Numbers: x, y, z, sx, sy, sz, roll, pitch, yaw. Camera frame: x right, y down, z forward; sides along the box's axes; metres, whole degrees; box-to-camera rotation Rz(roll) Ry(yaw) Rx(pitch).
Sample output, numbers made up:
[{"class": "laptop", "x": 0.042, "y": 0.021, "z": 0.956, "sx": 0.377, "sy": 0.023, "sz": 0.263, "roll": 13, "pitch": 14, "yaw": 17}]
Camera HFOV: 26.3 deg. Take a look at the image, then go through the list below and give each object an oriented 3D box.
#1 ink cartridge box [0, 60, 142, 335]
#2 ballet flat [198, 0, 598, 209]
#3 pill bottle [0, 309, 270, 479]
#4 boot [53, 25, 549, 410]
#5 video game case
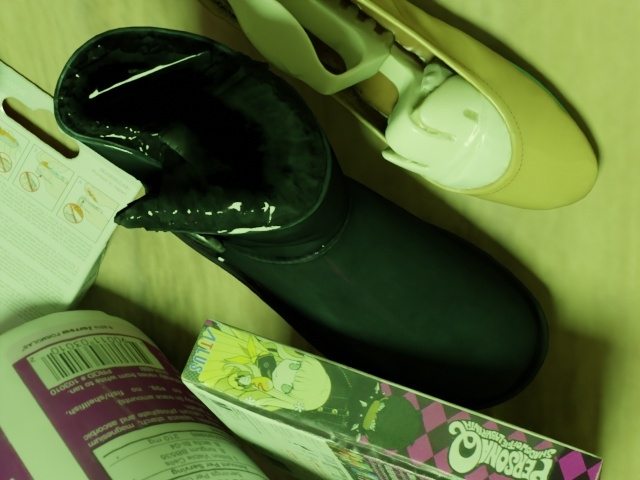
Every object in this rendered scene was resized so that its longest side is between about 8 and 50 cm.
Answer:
[{"class": "ink cartridge box", "x": -0.198, "y": -0.027, "z": 0.865, "sx": 0.145, "sy": 0.045, "sz": 0.179, "roll": 36, "pitch": 117, "yaw": -1}, {"class": "ballet flat", "x": 0.029, "y": -0.076, "z": 0.657, "sx": 0.232, "sy": 0.073, "sz": 0.080, "roll": 36, "pitch": 132, "yaw": -3}, {"class": "pill bottle", "x": -0.100, "y": 0.186, "z": 0.796, "sx": 0.301, "sy": 0.169, "sz": 0.169, "roll": 43, "pitch": 148, "yaw": 41}, {"class": "boot", "x": 0.000, "y": 0.000, "z": 0.653, "sx": 0.246, "sy": 0.094, "sz": 0.207, "roll": 32, "pitch": 176, "yaw": 8}, {"class": "video game case", "x": 0.048, "y": 0.123, "z": 0.762, "sx": 0.210, "sy": 0.042, "sz": 0.232, "roll": 18, "pitch": 164, "yaw": 16}]
